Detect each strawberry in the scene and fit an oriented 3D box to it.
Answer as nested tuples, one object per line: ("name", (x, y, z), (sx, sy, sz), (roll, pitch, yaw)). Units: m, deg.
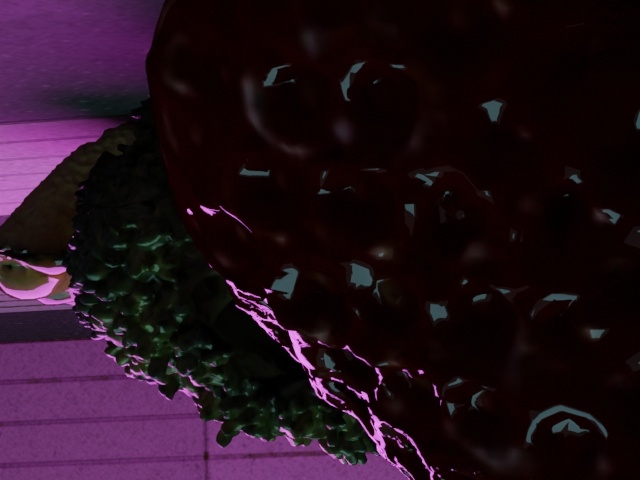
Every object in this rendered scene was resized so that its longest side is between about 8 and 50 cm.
("strawberry", (0.078, -0.005, 0.800), (0.295, 0.345, 0.317), (-7, 173, -14))

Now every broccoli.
("broccoli", (-0.013, 0.013, 1.183), (0.260, 0.288, 0.235), (32, 148, 21))

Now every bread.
("bread", (-0.123, -0.019, 1.407), (0.252, 0.133, 0.174), (-2, 166, 21))
